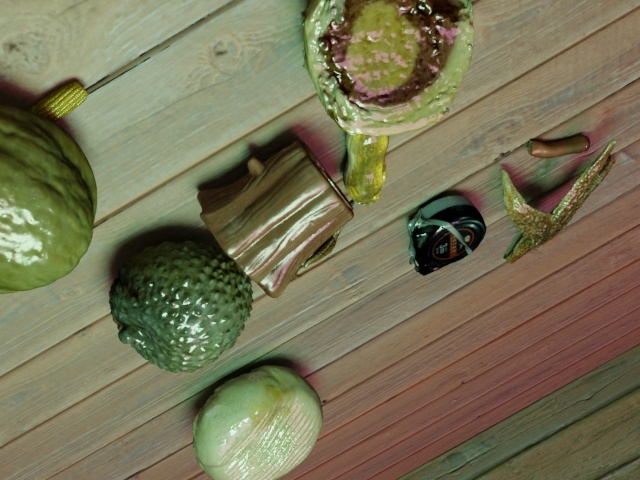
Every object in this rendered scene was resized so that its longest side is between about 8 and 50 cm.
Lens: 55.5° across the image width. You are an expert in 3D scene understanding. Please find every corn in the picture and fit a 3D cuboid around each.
[{"bbox_3d":[-0.377,-0.195,0.873,0.092,0.037,0.037,-32,142,1],"label":"corn"}]

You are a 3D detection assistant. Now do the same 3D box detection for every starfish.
[{"bbox_3d":[0.005,0.006,1.235,0.238,0.057,0.213,-43,-174,0],"label":"starfish"},{"bbox_3d":[0.571,-0.089,1.512,0.384,0.132,0.398,-48,145,16],"label":"starfish"}]

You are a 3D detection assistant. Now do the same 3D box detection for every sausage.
[{"bbox_3d":[0.556,-0.219,1.421,0.176,0.040,0.047,-10,140,-20],"label":"sausage"}]

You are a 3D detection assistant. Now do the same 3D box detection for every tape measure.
[{"bbox_3d":[0.293,-0.020,1.430,0.180,0.107,0.182,-21,142,-5],"label":"tape measure"}]

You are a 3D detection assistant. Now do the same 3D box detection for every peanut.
[{"bbox_3d":[0.086,-0.154,1.168,0.087,0.087,0.207,-17,138,-15],"label":"peanut"}]

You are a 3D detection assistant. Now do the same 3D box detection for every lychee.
[{"bbox_3d":[-0.261,0.115,1.149,0.274,0.255,0.255,-43,155,-38],"label":"lychee"}]

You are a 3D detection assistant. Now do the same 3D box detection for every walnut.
[{"bbox_3d":[-0.443,-0.058,0.834,0.282,0.227,0.283,-20,120,-40],"label":"walnut"}]

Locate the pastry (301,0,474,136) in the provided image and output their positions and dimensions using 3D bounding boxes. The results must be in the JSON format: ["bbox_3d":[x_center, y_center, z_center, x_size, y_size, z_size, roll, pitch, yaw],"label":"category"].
[{"bbox_3d":[0.094,-0.295,0.937,0.255,0.170,0.237,-18,117,-12],"label":"pastry"}]

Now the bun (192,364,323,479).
[{"bbox_3d":[-0.175,0.485,1.625,0.364,0.219,0.366,-20,129,-27],"label":"bun"}]

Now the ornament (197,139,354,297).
[{"bbox_3d":[-0.067,-0.049,1.109,0.217,0.235,0.221,-37,176,6],"label":"ornament"}]
